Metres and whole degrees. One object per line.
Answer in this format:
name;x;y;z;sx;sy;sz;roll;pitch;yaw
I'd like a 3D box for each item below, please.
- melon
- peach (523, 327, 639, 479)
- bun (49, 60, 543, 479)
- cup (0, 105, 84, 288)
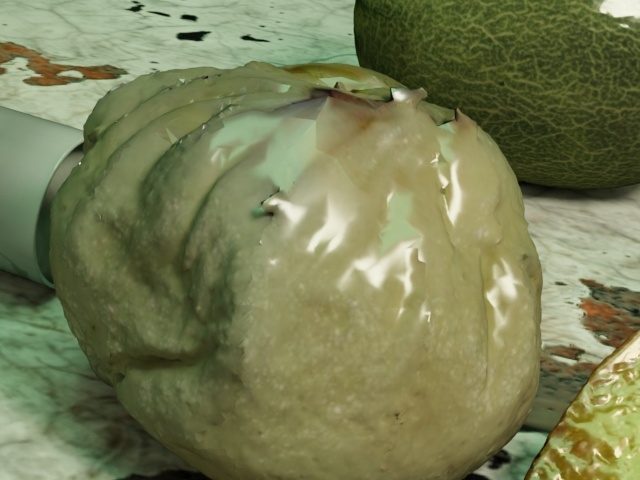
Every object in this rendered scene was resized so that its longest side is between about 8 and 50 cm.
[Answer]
melon;0.177;-0.162;1.255;0.302;0.237;0.237;11;24;5
peach;0.226;0.119;0.840;0.279;0.068;0.189;-14;57;-6
bun;-0.007;0.005;0.869;0.282;0.204;0.281;6;26;-3
cup;-0.201;-0.024;1.027;0.133;0.136;0.099;17;59;18
